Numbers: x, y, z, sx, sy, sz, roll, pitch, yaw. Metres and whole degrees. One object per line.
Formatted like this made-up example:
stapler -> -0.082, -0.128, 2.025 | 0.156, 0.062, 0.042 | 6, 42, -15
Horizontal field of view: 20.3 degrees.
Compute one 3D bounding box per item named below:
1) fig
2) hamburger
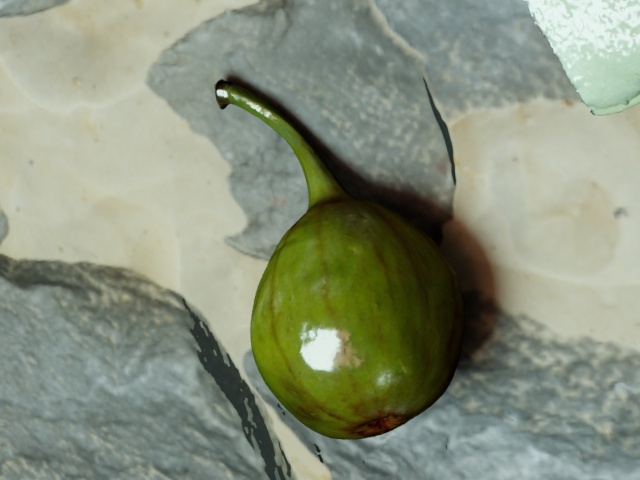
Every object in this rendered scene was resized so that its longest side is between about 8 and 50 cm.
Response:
fig -> 0.000, 0.000, 1.017 | 0.124, 0.124, 0.236 | -45, 56, 37
hamburger -> 0.147, -0.128, 0.884 | 0.084, 0.054, 0.121 | -22, 97, 34
